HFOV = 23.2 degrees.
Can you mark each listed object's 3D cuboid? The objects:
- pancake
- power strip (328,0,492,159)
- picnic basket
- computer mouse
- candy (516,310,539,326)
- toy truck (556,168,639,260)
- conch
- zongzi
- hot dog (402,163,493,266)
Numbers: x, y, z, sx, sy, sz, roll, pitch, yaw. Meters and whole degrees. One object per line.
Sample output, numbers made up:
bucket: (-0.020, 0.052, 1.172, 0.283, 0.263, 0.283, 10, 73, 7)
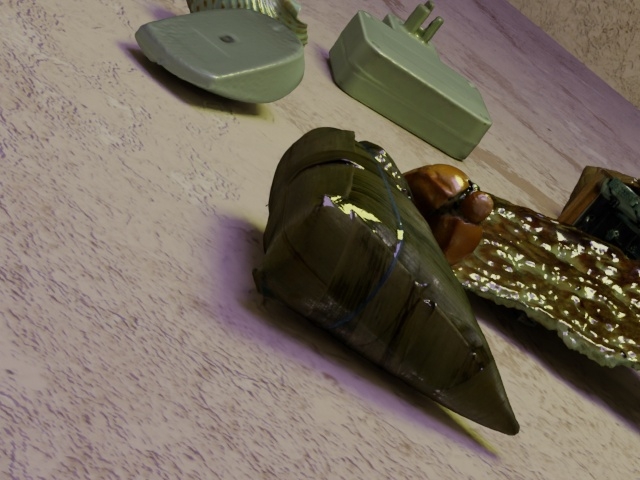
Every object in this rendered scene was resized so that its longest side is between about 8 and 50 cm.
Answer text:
pancake: (0.299, 0.072, 1.722, 0.427, 0.067, 0.305, 27, 25, 8)
power strip: (0.137, -0.258, 2.269, 0.229, 0.141, 0.261, 31, 20, -18)
picnic basket: (0.450, -0.029, 2.238, 0.138, 0.128, 0.178, 19, 13, -38)
computer mouse: (-0.108, -0.201, 1.753, 0.128, 0.079, 0.231, 39, 31, 27)
candy: (0.232, 0.079, 1.721, 0.030, 0.020, 0.083, 25, 16, 14)
toy truck: (0.443, 0.053, 2.008, 0.162, 0.136, 0.305, 31, 12, -46)
conch: (-0.097, -0.267, 1.901, 0.153, 0.102, 0.135, 38, -15, 30)
zongzi: (0.070, 0.031, 1.383, 0.274, 0.125, 0.251, 38, 22, -16)
hot dog: (0.108, -0.022, 1.511, 0.249, 0.068, 0.100, 170, -93, -79)
